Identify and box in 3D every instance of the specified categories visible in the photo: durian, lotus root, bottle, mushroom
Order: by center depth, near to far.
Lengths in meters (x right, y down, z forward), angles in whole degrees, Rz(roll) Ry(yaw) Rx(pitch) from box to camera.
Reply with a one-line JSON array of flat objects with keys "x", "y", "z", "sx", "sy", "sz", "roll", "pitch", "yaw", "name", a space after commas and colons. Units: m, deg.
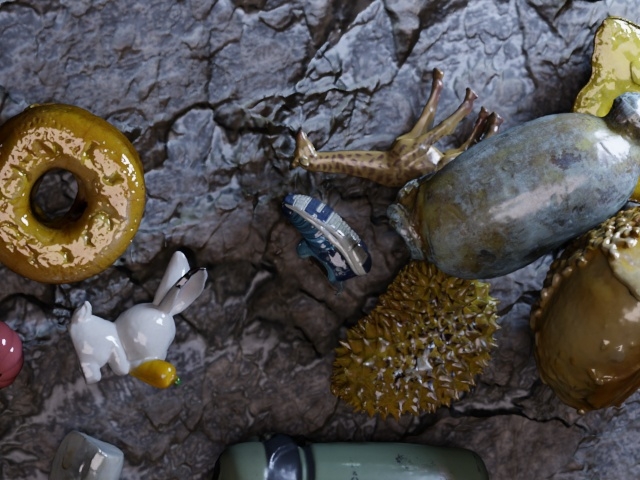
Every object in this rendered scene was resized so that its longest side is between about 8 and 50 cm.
[{"x": 0.260, "y": -0.058, "z": 1.582, "sx": 0.349, "sy": 0.175, "sz": 0.175, "roll": -25, "pitch": 101, "yaw": 10, "name": "lotus root"}, {"x": -0.340, "y": 0.344, "z": 1.645, "sx": 0.092, "sy": 0.081, "sz": 0.223, "roll": 39, "pitch": 92, "yaw": -13, "name": "mushroom"}, {"x": 0.035, "y": 0.332, "z": 1.650, "sx": 0.347, "sy": 0.168, "sz": 0.168, "roll": 8, "pitch": 97, "yaw": -8, "name": "bottle"}, {"x": 0.136, "y": 0.136, "z": 1.660, "sx": 0.183, "sy": 0.138, "sz": 0.249, "roll": 40, "pitch": 85, "yaw": -2, "name": "durian"}]

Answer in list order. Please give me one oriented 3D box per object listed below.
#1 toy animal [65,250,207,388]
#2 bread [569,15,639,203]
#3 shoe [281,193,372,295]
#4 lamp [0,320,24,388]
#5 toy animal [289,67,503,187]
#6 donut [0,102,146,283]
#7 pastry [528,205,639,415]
[{"x": -0.219, "y": 0.107, "z": 1.612, "sx": 0.182, "sy": 0.131, "sz": 0.127, "roll": -17, "pitch": 122, "yaw": -15, "name": "toy animal"}, {"x": 0.398, "y": -0.167, "z": 1.675, "sx": 0.161, "sy": 0.088, "sz": 0.233, "roll": 14, "pitch": 98, "yaw": -4, "name": "bread"}, {"x": 0.000, "y": 0.000, "z": 1.658, "sx": 0.071, "sy": 0.064, "sz": 0.143, "roll": -42, "pitch": 96, "yaw": 18, "name": "shoe"}, {"x": -0.421, "y": 0.143, "z": 1.600, "sx": 0.107, "sy": 0.092, "sz": 0.107, "roll": -6, "pitch": 133, "yaw": -7, "name": "lamp"}, {"x": 0.101, "y": -0.119, "z": 1.657, "sx": 0.275, "sy": 0.054, "sz": 0.149, "roll": -25, "pitch": 98, "yaw": -3, "name": "toy animal"}, {"x": -0.320, "y": -0.055, "z": 1.577, "sx": 0.227, "sy": 0.114, "sz": 0.226, "roll": -1, "pitch": 97, "yaw": -9, "name": "donut"}, {"x": 0.374, "y": 0.071, "z": 1.609, "sx": 0.284, "sy": 0.315, "sz": 0.184, "roll": -36, "pitch": 69, "yaw": -15, "name": "pastry"}]
